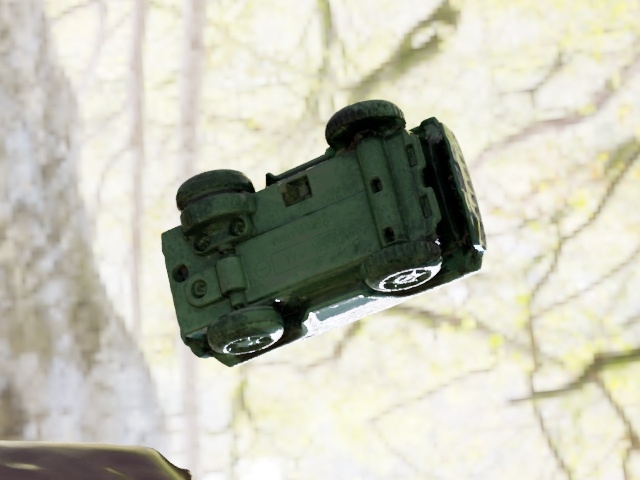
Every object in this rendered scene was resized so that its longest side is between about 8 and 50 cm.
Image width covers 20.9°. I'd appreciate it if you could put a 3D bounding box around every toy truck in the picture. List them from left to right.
[{"bbox_3d":[0.000,0.000,1.465,0.279,0.155,0.156,-23,160,21],"label":"toy truck"}]

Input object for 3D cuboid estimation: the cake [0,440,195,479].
[{"bbox_3d":[-0.178,0.213,0.679,0.309,0.237,0.230,7,-158,-19],"label":"cake"}]
